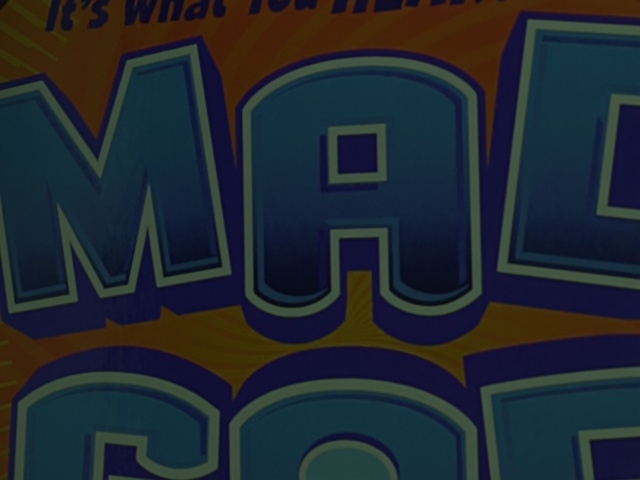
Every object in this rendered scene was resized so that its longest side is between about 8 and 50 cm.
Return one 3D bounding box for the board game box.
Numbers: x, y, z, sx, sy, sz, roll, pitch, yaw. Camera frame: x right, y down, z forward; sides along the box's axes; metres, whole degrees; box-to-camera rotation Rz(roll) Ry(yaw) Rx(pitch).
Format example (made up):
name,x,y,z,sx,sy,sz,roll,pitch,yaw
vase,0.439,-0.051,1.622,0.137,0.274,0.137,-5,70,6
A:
name,x,y,z,sx,sy,sz,roll,pitch,yaw
board game box,0.051,0.040,0.536,0.356,0.356,0.357,6,82,-75
